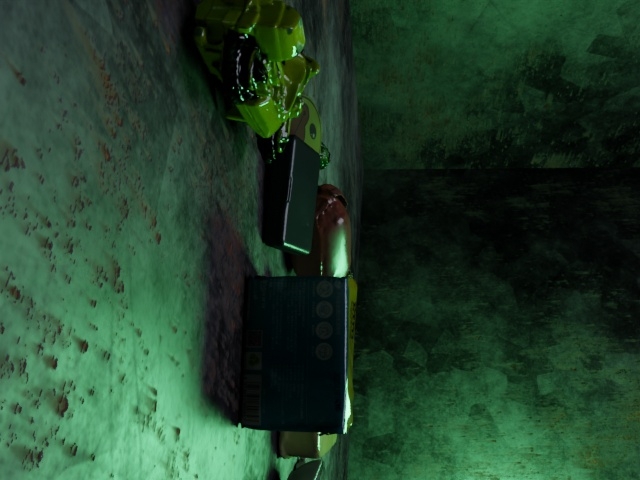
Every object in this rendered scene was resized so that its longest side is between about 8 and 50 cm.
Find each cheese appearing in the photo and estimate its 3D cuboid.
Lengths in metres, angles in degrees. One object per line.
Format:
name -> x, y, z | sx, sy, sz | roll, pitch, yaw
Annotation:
cheese -> -0.023, 0.393, 1.491 | 0.384, 0.104, 0.384 | 1, 90, -82

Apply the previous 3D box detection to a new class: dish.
dish -> -0.053, 0.569, 1.351 | 0.190, 0.066, 0.191 | 18, 90, -80

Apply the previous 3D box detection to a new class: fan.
fan -> -0.059, -0.235, 1.307 | 0.230, 0.011, 0.335 | -69, 151, -28

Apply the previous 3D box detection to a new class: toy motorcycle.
toy motorcycle -> -0.080, -0.254, 0.909 | 0.342, 0.142, 0.206 | 61, 29, -78

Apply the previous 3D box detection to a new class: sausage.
sausage -> 0.000, 0.000, 1.451 | 0.152, 0.152, 0.280 | -79, 170, -52

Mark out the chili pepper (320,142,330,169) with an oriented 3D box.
chili pepper -> -0.045, -0.208, 1.429 | 0.224, 0.061, 0.098 | -12, 106, -62

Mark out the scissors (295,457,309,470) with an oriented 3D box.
scissors -> -0.049, 0.604, 1.577 | 0.242, 0.030, 0.118 | -32, 122, -85

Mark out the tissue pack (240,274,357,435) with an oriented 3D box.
tissue pack -> -0.034, 0.195, 1.086 | 0.134, 0.192, 0.271 | 45, 47, -77

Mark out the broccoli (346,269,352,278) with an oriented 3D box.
broccoli -> 0.025, 0.139, 1.775 | 0.138, 0.145, 0.162 | 60, 21, 13

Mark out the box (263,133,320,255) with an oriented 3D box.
box -> -0.055, -0.090, 1.265 | 0.160, 0.050, 0.230 | 24, 72, -67
